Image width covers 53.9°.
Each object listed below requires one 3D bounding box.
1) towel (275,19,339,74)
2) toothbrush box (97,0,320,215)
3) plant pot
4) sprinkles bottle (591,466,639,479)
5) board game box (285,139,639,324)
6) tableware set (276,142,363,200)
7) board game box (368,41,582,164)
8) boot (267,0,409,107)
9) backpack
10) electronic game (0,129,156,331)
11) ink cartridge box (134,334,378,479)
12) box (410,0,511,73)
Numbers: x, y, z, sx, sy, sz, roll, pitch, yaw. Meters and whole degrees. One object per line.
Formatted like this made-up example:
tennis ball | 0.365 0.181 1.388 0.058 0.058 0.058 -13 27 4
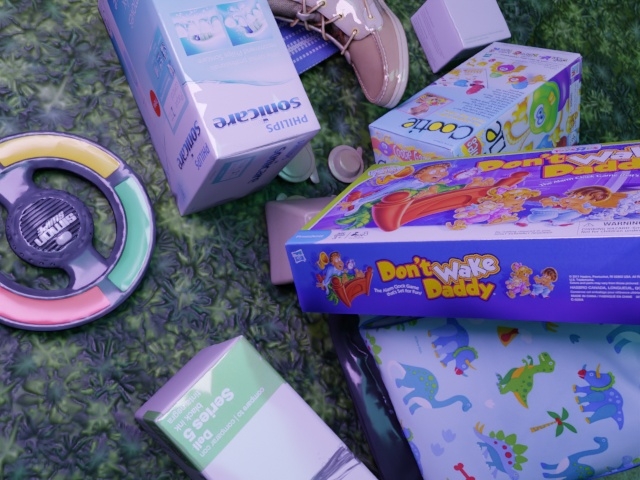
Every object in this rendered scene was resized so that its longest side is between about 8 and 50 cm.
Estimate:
towel | -0.085 -0.399 0.899 0.243 0.040 0.336 -39 95 -27
toothbrush box | -0.141 -0.204 0.722 0.126 0.216 0.296 -22 87 -25
plant pot | 0.000 0.000 0.779 0.109 0.096 0.109 -6 93 -21
sprinkles bottle | 0.348 0.378 0.792 0.121 0.121 0.356 10 85 -20
board game box | 0.173 -0.015 0.612 0.233 0.346 0.078 -45 127 -53
tableware set | 0.004 -0.069 0.856 0.168 0.020 0.141 3 78 -23
board game box | 0.220 -0.145 0.869 0.275 0.144 0.142 -36 131 -26
boot | -0.003 -0.291 0.827 0.203 0.095 0.262 -4 70 -27
backpack | 0.209 0.140 0.683 0.355 0.273 0.290 -20 86 4
electronic game | -0.300 -0.014 0.700 0.229 0.048 0.230 6 74 -22
ink cartridge box | -0.052 0.241 0.654 0.273 0.198 0.115 48 65 -4
box | 0.215 -0.330 0.971 0.101 0.087 0.102 -20 85 -25
